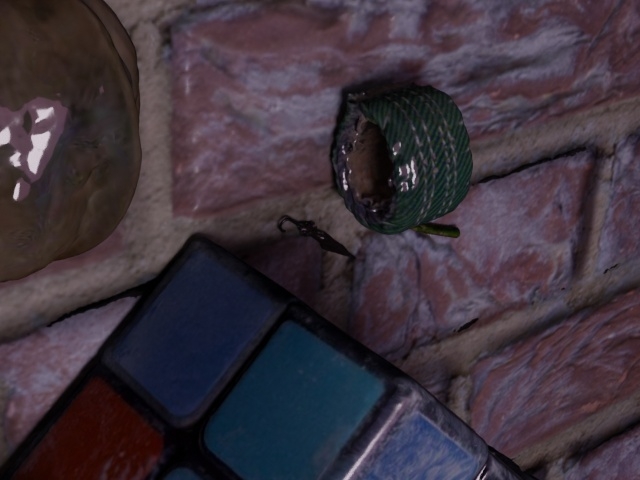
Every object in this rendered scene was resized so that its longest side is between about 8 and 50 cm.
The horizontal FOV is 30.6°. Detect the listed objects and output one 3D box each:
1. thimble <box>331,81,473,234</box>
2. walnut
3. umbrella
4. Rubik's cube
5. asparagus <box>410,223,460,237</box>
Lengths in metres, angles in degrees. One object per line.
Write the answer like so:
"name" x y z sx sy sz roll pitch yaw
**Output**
"thimble" 0.077 -0.078 1.117 0.090 0.118 0.135 -19 125 -34
"walnut" -0.218 -0.077 0.804 0.224 0.224 0.224 -21 126 -32
"umbrella" 0.002 -0.002 1.170 0.122 0.013 0.022 23 110 -47
"Rubik's cube" -0.035 0.235 1.058 0.318 0.316 0.313 -53 137 -6
"asparagus" 0.111 -0.015 1.260 0.114 0.014 0.015 10 73 -45
